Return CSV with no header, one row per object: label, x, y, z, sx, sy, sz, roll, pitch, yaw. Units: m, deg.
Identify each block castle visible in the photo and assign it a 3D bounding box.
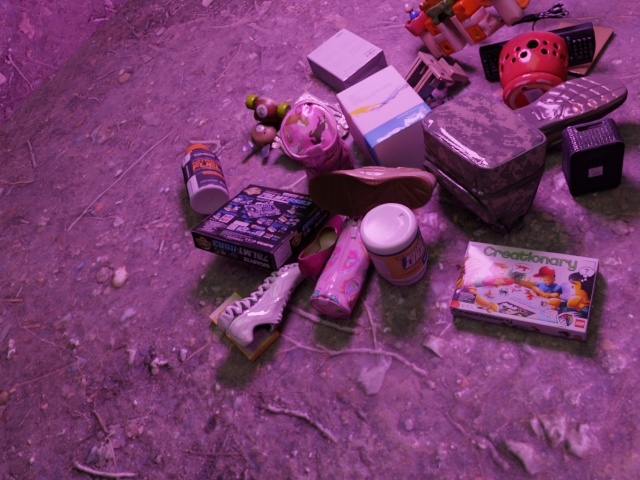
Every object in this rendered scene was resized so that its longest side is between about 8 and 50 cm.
block castle,0.469,-0.766,1.785,0.303,0.213,0.453,-49,18,-13

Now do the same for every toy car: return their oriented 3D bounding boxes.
toy car,-0.192,-0.374,1.973,0.155,0.149,0.188,19,77,21

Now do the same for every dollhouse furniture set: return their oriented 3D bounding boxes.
dollhouse furniture set,0.364,-0.481,1.825,0.129,0.183,0.129,-52,52,36

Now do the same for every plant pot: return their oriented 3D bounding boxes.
plant pot,0.603,-0.465,1.663,0.191,0.191,0.174,1,64,23

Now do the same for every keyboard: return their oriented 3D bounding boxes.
keyboard,0.623,-0.574,1.701,0.317,0.201,0.033,-5,41,28

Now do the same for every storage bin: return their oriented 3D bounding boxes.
storage bin,0.673,-0.202,1.450,0.122,0.180,0.084,-12,52,15

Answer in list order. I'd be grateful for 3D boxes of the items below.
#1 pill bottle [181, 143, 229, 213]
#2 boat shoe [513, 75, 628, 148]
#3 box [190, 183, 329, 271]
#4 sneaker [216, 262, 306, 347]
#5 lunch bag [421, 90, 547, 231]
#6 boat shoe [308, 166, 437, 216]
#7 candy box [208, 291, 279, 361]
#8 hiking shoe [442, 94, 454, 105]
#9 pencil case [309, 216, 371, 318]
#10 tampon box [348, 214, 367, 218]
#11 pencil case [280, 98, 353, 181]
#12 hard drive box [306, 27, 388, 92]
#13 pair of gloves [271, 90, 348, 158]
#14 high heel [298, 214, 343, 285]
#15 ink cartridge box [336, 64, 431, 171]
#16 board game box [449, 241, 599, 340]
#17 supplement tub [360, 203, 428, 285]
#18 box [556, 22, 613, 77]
pill bottle,-0.388,-0.213,1.937,0.130,0.130,0.246,-26,51,4
boat shoe,0.639,-0.324,1.581,0.355,0.130,0.132,-21,54,17
box,-0.172,-0.050,1.706,0.295,0.073,0.293,14,39,28
sneaker,-0.133,0.174,1.568,0.118,0.110,0.292,40,63,21
lunch bag,0.414,-0.192,1.506,0.212,0.256,0.305,-31,49,-12
boat shoe,0.136,-0.136,1.555,0.341,0.122,0.110,4,23,22
candy box,-0.213,0.235,1.614,0.105,0.027,0.206,-45,52,-11
hiking shoe,0.436,-0.350,1.730,0.114,0.086,0.227,-15,56,-5
pencil case,0.071,0.066,1.556,0.124,0.124,0.284,10,62,28
tampon box,0.163,-0.110,1.650,0.161,0.101,0.120,18,66,31
pencil case,-0.003,-0.255,1.643,0.167,0.386,0.160,35,89,13
hard drive box,0.092,-0.624,2.050,0.181,0.089,0.232,-39,52,-7
pair of gloves,-0.025,-0.356,1.909,0.204,0.042,0.240,29,76,11
high heel,0.000,0.000,1.625,0.082,0.117,0.244,6,54,30
ink cartridge box,0.205,-0.336,1.730,0.197,0.198,0.270,-29,51,1
board game box,0.482,0.114,1.390,0.305,0.053,0.193,8,60,28
supplement tub,0.192,0.016,1.487,0.144,0.200,0.144,-11,54,16
box,0.766,-0.583,1.781,0.164,0.021,0.201,25,70,34
